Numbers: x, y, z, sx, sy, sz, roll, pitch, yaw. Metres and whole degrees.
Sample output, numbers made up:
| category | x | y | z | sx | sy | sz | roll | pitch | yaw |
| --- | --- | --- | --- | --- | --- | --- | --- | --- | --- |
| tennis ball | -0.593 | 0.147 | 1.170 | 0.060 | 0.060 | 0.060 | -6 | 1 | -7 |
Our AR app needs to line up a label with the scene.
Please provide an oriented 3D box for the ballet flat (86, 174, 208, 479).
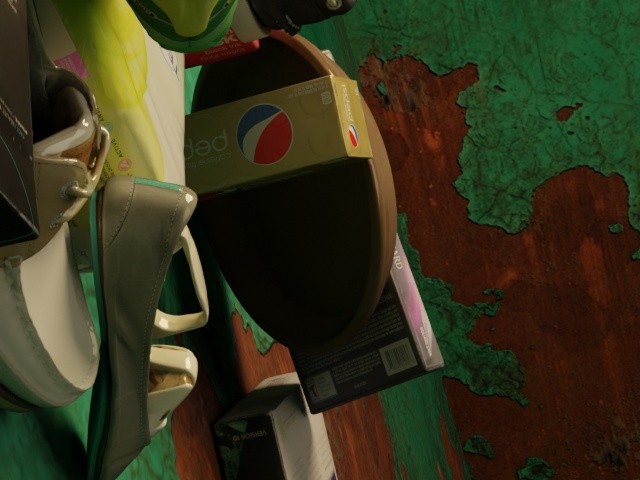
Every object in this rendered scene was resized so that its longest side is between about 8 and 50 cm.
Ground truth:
| category | x | y | z | sx | sy | sz | roll | pitch | yaw |
| --- | --- | --- | --- | --- | --- | --- | --- | --- | --- |
| ballet flat | -0.099 | 0.060 | 0.890 | 0.072 | 0.068 | 0.213 | -99 | -167 | -56 |

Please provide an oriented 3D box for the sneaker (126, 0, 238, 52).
| category | x | y | z | sx | sy | sz | roll | pitch | yaw |
| --- | --- | --- | --- | --- | --- | --- | --- | --- | --- |
| sneaker | -0.096 | -0.223 | 0.835 | 0.123 | 0.109 | 0.295 | 95 | -11 | -56 |

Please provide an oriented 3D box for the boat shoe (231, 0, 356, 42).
| category | x | y | z | sx | sy | sz | roll | pitch | yaw |
| --- | --- | --- | --- | --- | --- | --- | --- | --- | --- |
| boat shoe | -0.051 | -0.273 | 1.046 | 0.114 | 0.091 | 0.302 | -91 | 165 | -45 |

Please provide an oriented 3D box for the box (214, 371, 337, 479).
| category | x | y | z | sx | sy | sz | roll | pitch | yaw |
| --- | --- | --- | --- | --- | --- | --- | --- | --- | --- |
| box | -0.013 | 0.290 | 1.374 | 0.232 | 0.058 | 0.322 | -22 | 98 | -81 |

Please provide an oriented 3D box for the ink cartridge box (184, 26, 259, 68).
| category | x | y | z | sx | sy | sz | roll | pitch | yaw |
| --- | --- | --- | --- | --- | --- | --- | --- | --- | --- |
| ink cartridge box | -0.142 | -0.271 | 1.140 | 0.273 | 0.114 | 0.197 | 54 | 26 | -66 |

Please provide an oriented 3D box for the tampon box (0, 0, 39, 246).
| category | x | y | z | sx | sy | sz | roll | pitch | yaw |
| --- | --- | --- | --- | --- | --- | --- | --- | --- | --- |
| tampon box | -0.180 | -0.053 | 0.451 | 0.120 | 0.161 | 0.101 | 64 | 16 | -61 |

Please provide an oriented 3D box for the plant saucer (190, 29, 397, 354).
| category | x | y | z | sx | sy | sz | roll | pitch | yaw |
| --- | --- | --- | --- | --- | --- | --- | --- | --- | --- |
| plant saucer | -0.022 | -0.044 | 1.279 | 0.278 | 0.041 | 0.278 | 31 | -52 | 49 |

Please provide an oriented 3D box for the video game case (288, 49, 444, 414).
| category | x | y | z | sx | sy | sz | roll | pitch | yaw |
| --- | --- | --- | --- | --- | --- | --- | --- | --- | --- |
| video game case | 0.000 | 0.000 | 1.324 | 0.196 | 0.026 | 0.274 | -29 | -102 | 57 |

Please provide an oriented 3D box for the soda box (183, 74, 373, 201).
| category | x | y | z | sx | sy | sz | roll | pitch | yaw |
| --- | --- | --- | --- | --- | --- | --- | --- | --- | --- |
| soda box | -0.058 | -0.070 | 1.155 | 0.058 | 0.181 | 0.061 | -4 | 82 | -70 |

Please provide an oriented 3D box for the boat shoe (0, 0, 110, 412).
| category | x | y | z | sx | sy | sz | roll | pitch | yaw |
| --- | --- | --- | --- | --- | --- | --- | --- | --- | --- |
| boat shoe | -0.158 | -0.038 | 0.756 | 0.113 | 0.103 | 0.302 | -90 | 165 | -53 |

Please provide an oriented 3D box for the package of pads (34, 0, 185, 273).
| category | x | y | z | sx | sy | sz | roll | pitch | yaw |
| --- | --- | --- | --- | --- | --- | --- | --- | --- | --- |
| package of pads | -0.160 | -0.149 | 0.900 | 0.296 | 0.101 | 0.229 | 67 | 13 | -46 |
